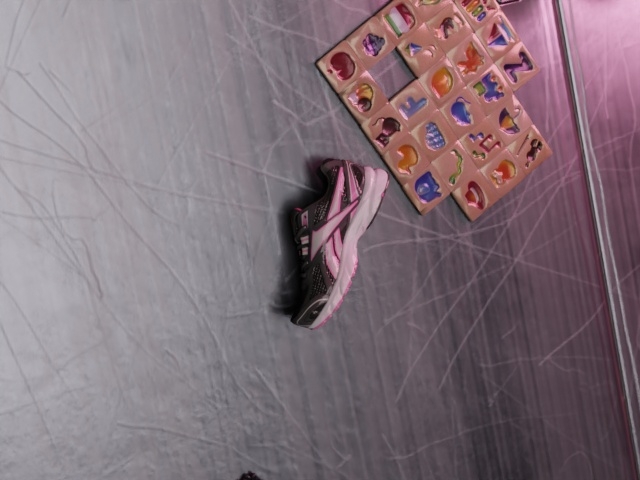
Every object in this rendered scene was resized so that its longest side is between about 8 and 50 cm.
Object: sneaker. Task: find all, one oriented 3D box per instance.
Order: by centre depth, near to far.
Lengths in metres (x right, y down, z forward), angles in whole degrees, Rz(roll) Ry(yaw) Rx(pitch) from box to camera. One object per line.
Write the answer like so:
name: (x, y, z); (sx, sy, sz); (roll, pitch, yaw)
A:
sneaker: (0.000, 0.000, 1.777); (0.077, 0.072, 0.178); (23, 79, -9)

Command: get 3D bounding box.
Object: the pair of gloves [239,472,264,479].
pair of gloves: (-0.056, 0.276, 1.803); (0.083, 0.010, 0.074); (17, 90, -19)

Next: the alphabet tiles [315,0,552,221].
alphabet tiles: (0.135, -0.147, 1.836); (0.198, 0.009, 0.237); (-40, 108, -13)
